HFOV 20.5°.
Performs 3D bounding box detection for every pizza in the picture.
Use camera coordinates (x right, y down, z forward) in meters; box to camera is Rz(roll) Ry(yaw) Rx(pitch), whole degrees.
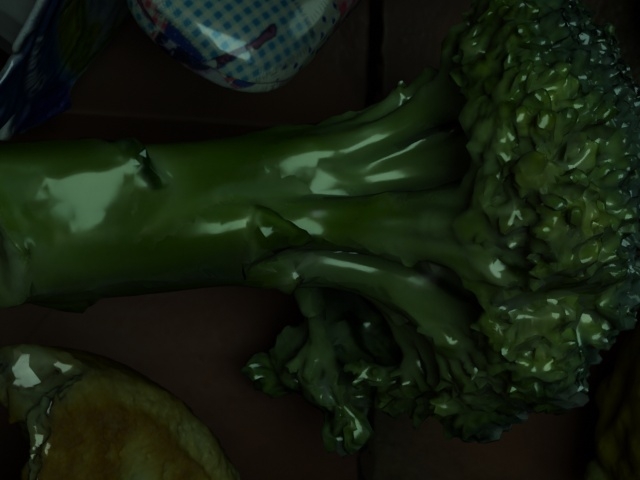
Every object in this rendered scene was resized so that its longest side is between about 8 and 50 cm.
[{"bbox_3d":[-0.110,0.192,1.130,0.268,0.087,0.257,3,98,-48],"label":"pizza"}]

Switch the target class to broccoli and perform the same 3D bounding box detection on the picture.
[{"bbox_3d":[0.023,-0.027,1.043,0.397,0.275,0.353,32,104,-34],"label":"broccoli"}]

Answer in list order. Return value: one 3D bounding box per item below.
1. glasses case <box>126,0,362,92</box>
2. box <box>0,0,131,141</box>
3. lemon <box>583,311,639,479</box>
[{"bbox_3d":[-0.012,-0.207,1.161,0.125,0.076,0.327,36,46,0],"label":"glasses case"},{"bbox_3d":[-0.208,-0.216,1.094,0.206,0.262,0.291,34,70,4],"label":"box"},{"bbox_3d":[0.358,0.104,1.231,0.285,0.285,0.316,33,92,-14],"label":"lemon"}]
